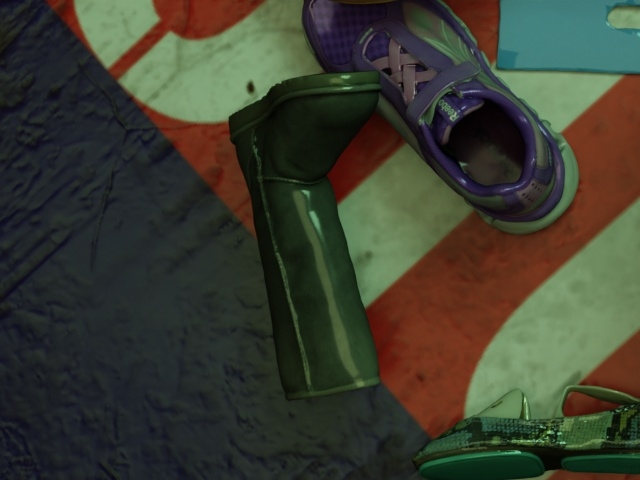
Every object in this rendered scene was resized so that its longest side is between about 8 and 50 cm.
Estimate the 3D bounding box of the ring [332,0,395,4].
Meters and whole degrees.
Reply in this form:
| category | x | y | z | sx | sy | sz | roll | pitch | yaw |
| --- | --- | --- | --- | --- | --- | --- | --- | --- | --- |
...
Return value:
| category | x | y | z | sx | sy | sz | roll | pitch | yaw |
| --- | --- | --- | --- | --- | --- | --- | --- | --- | --- |
| ring | 0.048 | -0.327 | 1.310 | 0.336 | 0.032 | 0.337 | -3 | 85 | 37 |

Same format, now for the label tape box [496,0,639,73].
| category | x | y | z | sx | sy | sz | roll | pitch | yaw |
| --- | --- | --- | --- | --- | --- | --- | --- | --- | --- |
| label tape box | 0.241 | -0.282 | 1.304 | 0.240 | 0.106 | 0.334 | 3 | 89 | 9 |

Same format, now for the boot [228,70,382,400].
| category | x | y | z | sx | sy | sz | roll | pitch | yaw |
| --- | --- | --- | --- | --- | --- | --- | --- | --- | --- |
| boot | 0.003 | 0.000 | 1.312 | 0.076 | 0.189 | 0.208 | -4 | 81 | -22 |

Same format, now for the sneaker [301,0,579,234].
| category | x | y | z | sx | sy | sz | roll | pitch | yaw |
| --- | --- | --- | --- | --- | --- | --- | --- | --- | --- |
| sneaker | 0.079 | -0.101 | 1.326 | 0.236 | 0.104 | 0.095 | 44 | 100 | 8 |

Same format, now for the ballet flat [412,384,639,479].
| category | x | y | z | sx | sy | sz | roll | pitch | yaw |
| --- | --- | --- | --- | --- | --- | --- | --- | --- | --- |
| ballet flat | 0.158 | 0.133 | 1.340 | 0.188 | 0.070 | 0.070 | -1 | 89 | 7 |
